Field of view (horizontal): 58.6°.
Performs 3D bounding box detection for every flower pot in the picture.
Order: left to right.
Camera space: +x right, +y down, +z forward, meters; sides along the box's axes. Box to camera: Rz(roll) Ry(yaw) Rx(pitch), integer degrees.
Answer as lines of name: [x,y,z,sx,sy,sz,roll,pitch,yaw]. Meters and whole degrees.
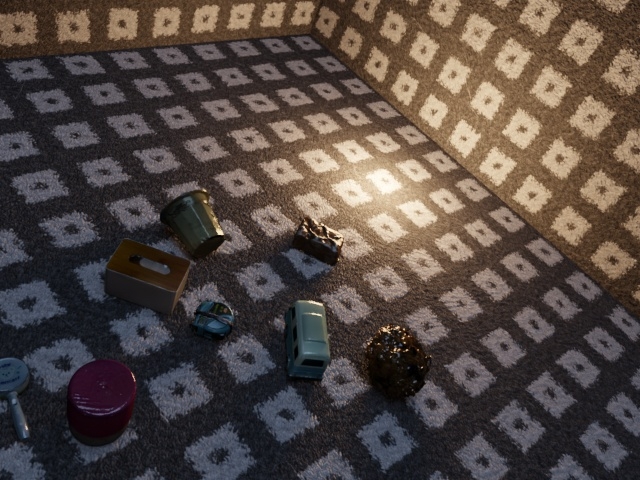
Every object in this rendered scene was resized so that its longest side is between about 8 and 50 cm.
flower pot: [-0.466,-0.058,2.168,0.212,0.212,0.202,-24,69,-40]

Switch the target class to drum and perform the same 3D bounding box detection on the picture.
drum: [-0.869,0.439,1.574,0.130,0.049,0.253,1,47,-25]

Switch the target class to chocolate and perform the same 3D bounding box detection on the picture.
chocolate: [0.000,0.000,2.394,0.214,0.093,0.148,24,43,-1]

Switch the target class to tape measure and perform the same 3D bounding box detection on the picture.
tape measure: [-0.365,0.270,1.958,0.146,0.081,0.125,21,45,-5]

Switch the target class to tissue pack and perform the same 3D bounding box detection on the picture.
tissue pack: [-0.594,0.125,1.958,0.246,0.136,0.159,20,42,-6]

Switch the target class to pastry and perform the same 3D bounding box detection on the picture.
pastry: [0.265,0.433,2.029,0.275,0.193,0.275,37,24,-20]

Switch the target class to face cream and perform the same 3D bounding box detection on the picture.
face cream: [-0.606,0.450,1.577,0.175,0.195,0.175,12,45,-13]

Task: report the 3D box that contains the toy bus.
toy bus: [-0.045,0.331,1.981,0.133,0.164,0.271,9,44,-16]
